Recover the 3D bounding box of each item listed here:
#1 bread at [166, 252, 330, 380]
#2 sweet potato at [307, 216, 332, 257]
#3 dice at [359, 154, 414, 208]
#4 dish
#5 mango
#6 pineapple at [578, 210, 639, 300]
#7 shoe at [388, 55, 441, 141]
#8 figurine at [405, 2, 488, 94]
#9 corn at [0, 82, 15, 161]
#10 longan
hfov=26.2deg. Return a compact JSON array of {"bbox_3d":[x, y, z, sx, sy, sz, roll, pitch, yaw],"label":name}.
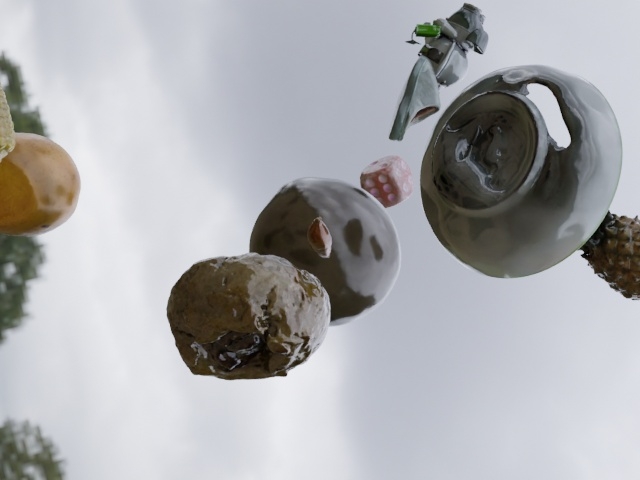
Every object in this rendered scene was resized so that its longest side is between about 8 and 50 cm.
[{"bbox_3d":[-0.100,0.112,1.865,0.230,0.230,0.123,113,-20,-57],"label":"bread"},{"bbox_3d":[0.000,0.000,1.962,0.034,0.034,0.095,59,-9,38],"label":"sweet potato"},{"bbox_3d":[0.149,-0.131,3.072,0.094,0.091,0.093,-18,-70,29],"label":"dice"},{"bbox_3d":[0.259,-0.115,1.968,0.324,0.124,0.324,-15,-114,36],"label":"dish"},{"bbox_3d":[-0.506,-0.090,2.096,0.191,0.290,0.160,-71,164,-78],"label":"mango"},{"bbox_3d":[0.424,-0.013,2.122,0.248,0.128,0.128,32,-27,-1],"label":"pineapple"},{"bbox_3d":[0.179,-0.248,2.494,0.079,0.078,0.195,117,-2,-53],"label":"shoe"},{"bbox_3d":[0.245,-0.361,2.631,0.126,0.192,0.147,27,-4,20],"label":"figurine"},{"bbox_3d":[-0.433,-0.217,1.579,0.305,0.106,0.106,67,-23,16],"label":"corn"},{"bbox_3d":[0.007,0.016,2.264,0.258,0.258,0.258,166,-90,-69],"label":"longan"}]
